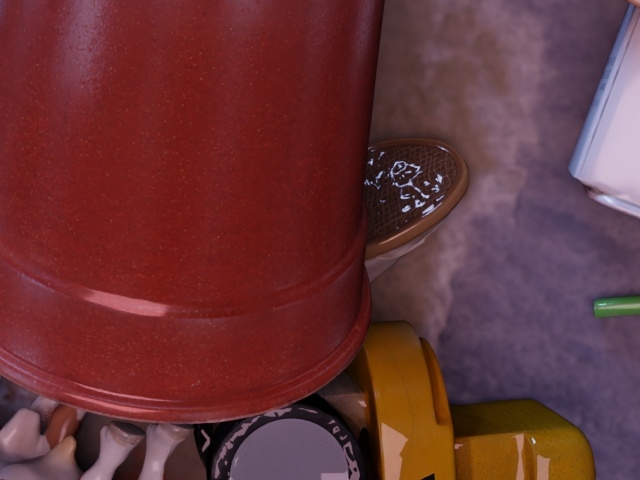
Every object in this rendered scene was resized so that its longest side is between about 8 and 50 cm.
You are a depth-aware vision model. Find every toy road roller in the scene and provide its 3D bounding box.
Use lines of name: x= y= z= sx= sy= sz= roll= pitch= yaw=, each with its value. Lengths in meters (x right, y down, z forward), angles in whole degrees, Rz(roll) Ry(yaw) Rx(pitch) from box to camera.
toy road roller: x=0.050 y=0.216 z=1.174 sx=0.240 sy=0.202 sz=0.330 roll=-5 pitch=95 yaw=-6

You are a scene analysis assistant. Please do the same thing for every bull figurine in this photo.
bull figurine: x=-0.155 y=0.182 z=1.153 sx=0.101 sy=0.310 sz=0.188 roll=15 pitch=99 yaw=-40

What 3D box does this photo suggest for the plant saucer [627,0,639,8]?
plant saucer: x=0.228 y=-0.217 z=1.028 sx=0.200 sy=0.037 sz=0.200 roll=0 pitch=92 yaw=14

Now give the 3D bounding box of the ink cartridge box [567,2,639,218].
ink cartridge box: x=0.350 y=-0.169 z=1.120 sx=0.285 sy=0.166 sz=0.395 roll=21 pitch=97 yaw=3

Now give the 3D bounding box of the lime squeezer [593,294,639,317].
lime squeezer: x=0.340 y=0.078 z=1.214 sx=0.310 sy=0.059 sz=0.110 roll=30 pitch=128 yaw=-1

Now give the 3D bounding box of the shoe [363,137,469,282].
shoe: x=0.000 y=0.000 z=1.227 sx=0.219 sy=0.058 sz=0.076 roll=-27 pitch=67 yaw=3

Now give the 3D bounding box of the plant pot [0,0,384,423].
plant pot: x=-0.080 y=-0.085 z=1.039 sx=0.272 sy=0.272 sz=0.265 roll=14 pitch=126 yaw=3
